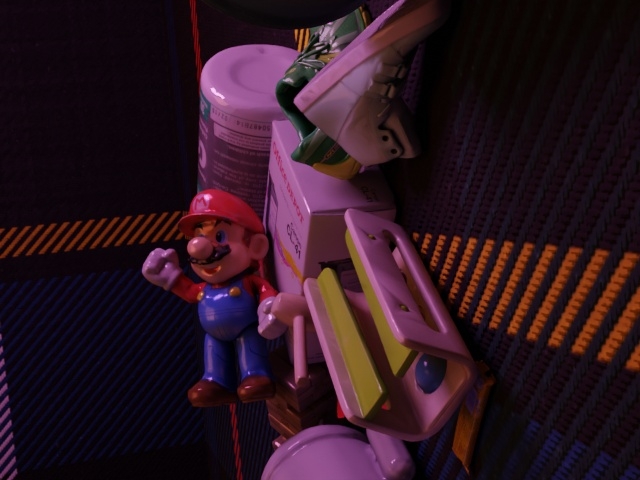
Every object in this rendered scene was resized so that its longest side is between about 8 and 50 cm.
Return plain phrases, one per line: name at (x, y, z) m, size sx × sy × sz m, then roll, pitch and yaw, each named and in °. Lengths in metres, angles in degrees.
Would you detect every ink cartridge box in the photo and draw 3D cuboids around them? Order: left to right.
ink cartridge box at (0.000, 0.000, 1.381) m, size 0.226 × 0.131 × 0.306 m, roll -112°, pitch 21°, yaw -44°

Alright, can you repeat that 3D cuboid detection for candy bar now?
candy bar at (0.172, 0.202, 1.061) m, size 0.040 × 0.018 × 0.161 m, roll -120°, pitch 28°, yaw -47°

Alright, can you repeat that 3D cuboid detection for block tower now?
block tower at (-0.020, 0.313, 1.515) m, size 0.097 × 0.091 × 0.335 m, roll 33°, pitch 142°, yaw 37°

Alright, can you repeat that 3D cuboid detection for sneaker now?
sneaker at (0.004, -0.226, 1.253) m, size 0.109 × 0.124 × 0.295 m, roll 132°, pitch 141°, yaw -56°
sneaker at (0.097, -0.183, 1.097) m, size 0.151 × 0.094 × 0.256 m, roll 45°, pitch 138°, yaw -11°

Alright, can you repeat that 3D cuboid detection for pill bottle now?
pill bottle at (-0.101, -0.121, 1.547) m, size 0.204 × 0.204 × 0.361 m, roll -113°, pitch 23°, yaw -45°

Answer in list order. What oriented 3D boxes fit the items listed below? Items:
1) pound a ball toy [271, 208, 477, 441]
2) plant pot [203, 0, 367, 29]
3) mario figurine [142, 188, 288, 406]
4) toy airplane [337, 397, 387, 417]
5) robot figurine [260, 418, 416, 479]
pound a ball toy at (0.061, 0.114, 1.142) m, size 0.208 × 0.136 × 0.319 m, roll -60°, pitch 26°, yaw 23°
plant pot at (0.025, -0.385, 0.844) m, size 0.334 × 0.341 × 0.341 m, roll -169°, pitch 74°, yaw -65°
mario figurine at (-0.156, 0.080, 1.369) m, size 0.170 × 0.198 × 0.320 m, roll 137°, pitch 127°, yaw -74°
toy airplane at (0.065, 0.200, 1.321) m, size 0.151 × 0.028 × 0.151 m, roll -40°, pitch 39°, yaw 42°
robot figurine at (0.031, 0.389, 1.293) m, size 0.300 × 0.200 × 0.353 m, roll -56°, pitch 26°, yaw 6°
